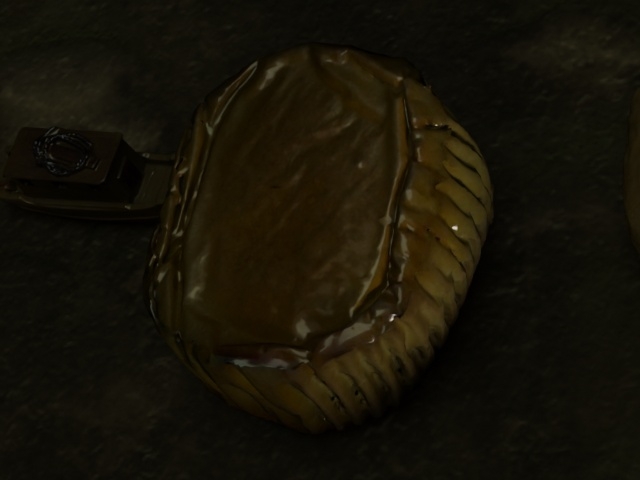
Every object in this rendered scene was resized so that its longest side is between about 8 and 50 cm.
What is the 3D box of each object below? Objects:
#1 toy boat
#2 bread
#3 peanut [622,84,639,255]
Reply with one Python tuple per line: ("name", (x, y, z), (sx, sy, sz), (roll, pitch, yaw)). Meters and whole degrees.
("toy boat", (-0.172, -0.051, 1.169), (0.200, 0.077, 0.057), (6, 65, 24))
("bread", (0.000, 0.000, 1.041), (0.227, 0.142, 0.253), (9, 71, 24))
("peanut", (0.263, 0.003, 0.957), (0.101, 0.117, 0.263), (-4, 58, -26))
